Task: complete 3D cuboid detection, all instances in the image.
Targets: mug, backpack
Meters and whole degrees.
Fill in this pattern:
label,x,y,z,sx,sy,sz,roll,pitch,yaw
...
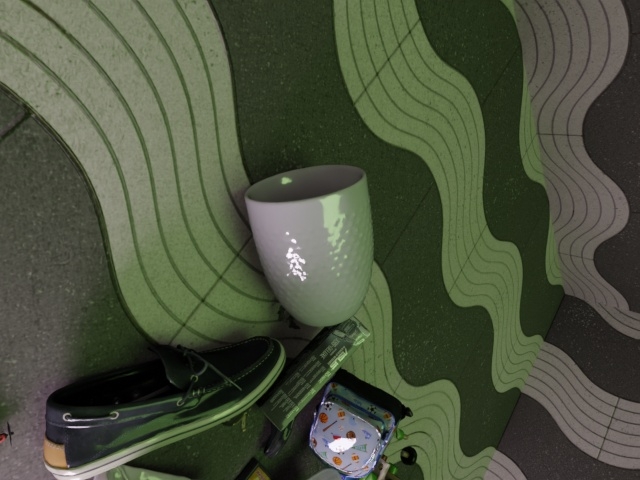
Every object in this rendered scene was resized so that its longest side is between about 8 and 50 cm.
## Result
label,x,y,z,sx,sy,sz,roll,pitch,yaw
mug,0.000,0.000,1.100,0.374,0.275,0.329,-65,148,-64
backpack,0.093,0.565,1.349,0.213,0.276,0.264,-18,129,-59

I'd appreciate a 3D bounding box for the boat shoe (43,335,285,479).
label,x,y,z,sx,sy,sz,roll,pitch,yaw
boat shoe,-0.287,0.288,0.915,0.499,0.186,0.156,-15,108,-34

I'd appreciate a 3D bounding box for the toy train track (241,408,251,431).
label,x,y,z,sx,sy,sz,roll,pitch,yaw
toy train track,-0.200,0.469,1.193,0.048,0.014,0.084,-8,108,-45

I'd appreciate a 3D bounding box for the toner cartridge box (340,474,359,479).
label,x,y,z,sx,sy,sz,roll,pitch,yaw
toner cartridge box,0.053,0.925,1.551,0.165,0.075,0.348,34,77,-45

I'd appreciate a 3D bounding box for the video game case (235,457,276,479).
label,x,y,z,sx,sy,sz,roll,pitch,yaw
video game case,-0.206,0.784,1.266,0.248,0.035,0.275,-46,130,-27

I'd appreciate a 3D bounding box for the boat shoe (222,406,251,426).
label,x,y,z,sx,sy,sz,roll,pitch,yaw
boat shoe,-0.178,0.362,1.140,0.228,0.081,0.069,-49,135,-15

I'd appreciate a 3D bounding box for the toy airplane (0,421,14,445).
label,x,y,z,sx,sy,sz,roll,pitch,yaw
toy airplane,-0.588,0.347,0.736,0.151,0.028,0.151,-14,110,-43

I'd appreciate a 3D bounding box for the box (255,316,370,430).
label,x,y,z,sx,sy,sz,roll,pitch,yaw
box,-0.029,0.326,1.148,0.076,0.242,0.307,46,70,3

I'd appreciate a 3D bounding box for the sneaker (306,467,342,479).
label,x,y,z,sx,sy,sz,roll,pitch,yaw
sneaker,-0.080,0.766,1.285,0.292,0.108,0.169,-13,138,-20

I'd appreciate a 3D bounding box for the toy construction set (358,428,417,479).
label,x,y,z,sx,sy,sz,roll,pitch,yaw
toy construction set,0.164,0.784,1.440,0.237,0.257,0.309,36,102,-34

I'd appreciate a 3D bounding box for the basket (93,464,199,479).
label,x,y,z,sx,sy,sz,roll,pitch,yaw
basket,-0.312,0.647,0.854,0.331,0.328,0.267,32,80,-28

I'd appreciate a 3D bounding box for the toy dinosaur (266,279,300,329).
label,x,y,z,sx,sy,sz,roll,pitch,yaw
toy dinosaur,-0.073,0.167,1.203,0.268,0.063,0.118,33,63,-43

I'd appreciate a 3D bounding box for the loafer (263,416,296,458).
label,x,y,z,sx,sy,sz,roll,pitch,yaw
loafer,-0.109,0.493,1.262,0.078,0.076,0.224,27,83,-12
